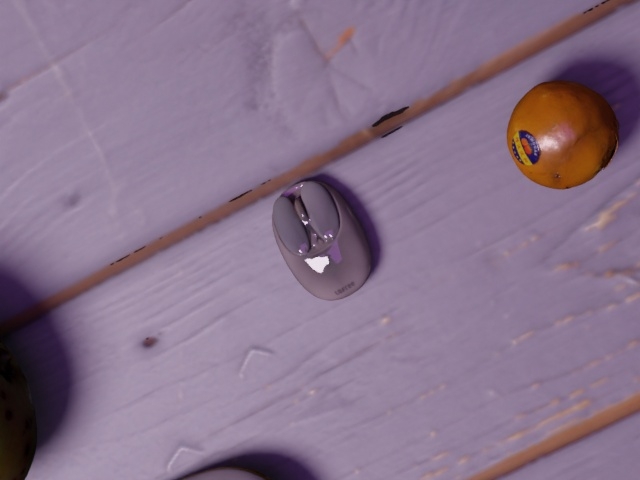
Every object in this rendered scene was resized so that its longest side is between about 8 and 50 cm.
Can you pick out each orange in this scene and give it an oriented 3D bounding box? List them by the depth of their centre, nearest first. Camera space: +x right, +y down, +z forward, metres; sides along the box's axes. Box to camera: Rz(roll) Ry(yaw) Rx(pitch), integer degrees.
[{"bbox_3d":[0.179,-0.078,1.086,0.083,0.083,0.084,1,97,7],"label":"orange"}]

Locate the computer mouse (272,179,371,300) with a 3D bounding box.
[{"bbox_3d":[0.000,0.001,1.138,0.066,0.039,0.096,-28,93,10],"label":"computer mouse"}]

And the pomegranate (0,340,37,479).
[{"bbox_3d":[-0.325,0.135,1.127,0.210,0.179,0.179,-6,97,2],"label":"pomegranate"}]

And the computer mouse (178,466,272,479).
[{"bbox_3d":[-0.141,0.295,1.178,0.310,0.072,0.158,-29,94,10],"label":"computer mouse"}]
